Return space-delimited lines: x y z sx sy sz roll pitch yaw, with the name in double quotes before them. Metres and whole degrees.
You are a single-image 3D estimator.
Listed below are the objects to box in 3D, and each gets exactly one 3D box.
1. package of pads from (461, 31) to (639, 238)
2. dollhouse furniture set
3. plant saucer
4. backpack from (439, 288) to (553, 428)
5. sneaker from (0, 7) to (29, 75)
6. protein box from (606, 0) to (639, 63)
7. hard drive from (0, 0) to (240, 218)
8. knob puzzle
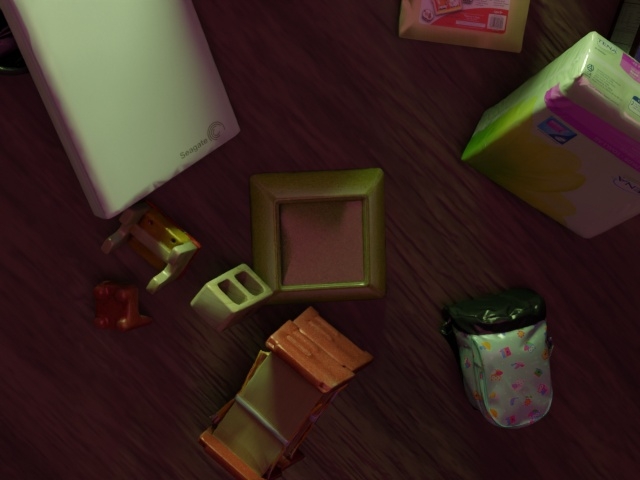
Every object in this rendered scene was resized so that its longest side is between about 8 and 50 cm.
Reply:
"package of pads" 0.356 -0.126 1.858 0.229 0.296 0.101 32 64 -12
"dollhouse furniture set" -0.140 0.131 1.924 0.374 0.152 0.201 41 114 10
"plant saucer" 0.000 0.000 1.958 0.188 0.045 0.188 -3 103 -6
"backpack" 0.255 0.171 1.991 0.152 0.115 0.181 -10 106 -8
"sneaker" -0.314 -0.260 1.813 0.296 0.147 0.104 -9 101 -7
"protein box" 0.500 -0.251 1.920 0.200 0.136 0.201 17 99 -11
"hard drive" -0.251 -0.235 1.783 0.233 0.047 0.353 -37 123 -28
"knob puzzle" 0.198 -0.360 1.914 0.213 0.030 0.213 -1 102 -6
